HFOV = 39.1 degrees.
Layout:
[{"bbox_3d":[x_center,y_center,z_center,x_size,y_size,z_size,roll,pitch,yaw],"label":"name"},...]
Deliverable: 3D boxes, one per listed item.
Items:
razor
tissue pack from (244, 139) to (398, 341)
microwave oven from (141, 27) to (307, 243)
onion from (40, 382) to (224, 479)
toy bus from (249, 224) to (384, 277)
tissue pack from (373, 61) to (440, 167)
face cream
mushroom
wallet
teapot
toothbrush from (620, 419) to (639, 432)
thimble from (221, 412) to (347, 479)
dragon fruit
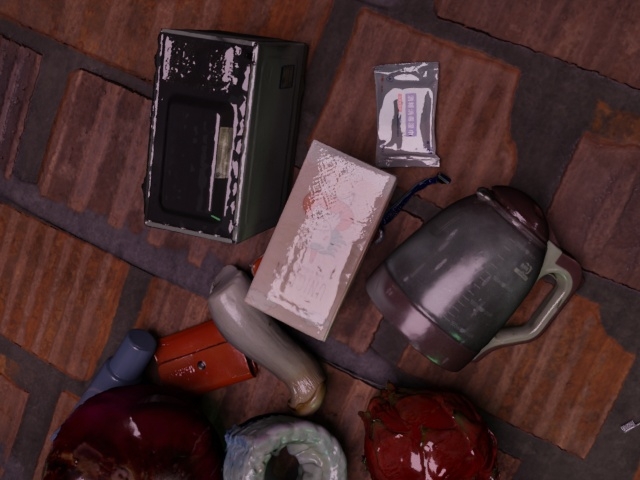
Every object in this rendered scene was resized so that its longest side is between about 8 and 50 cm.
[{"bbox_3d":[0.172,-0.081,1.691,0.154,0.044,0.028,-38,56,22],"label":"razor"},{"bbox_3d":[0.000,0.000,1.608,0.170,0.071,0.325,26,101,10],"label":"tissue pack"},{"bbox_3d":[-0.183,-0.202,1.659,0.218,0.286,0.355,12,106,18],"label":"microwave oven"},{"bbox_3d":[-0.393,0.487,1.832,0.420,0.398,0.398,-14,95,58],"label":"onion"},{"bbox_3d":[-0.018,0.020,1.717,0.265,0.120,0.121,-35,85,19],"label":"toy bus"},{"bbox_3d":[0.159,-0.231,1.671,0.122,0.026,0.193,0,98,18],"label":"tissue pack"},{"bbox_3d":[-0.460,0.346,1.932,0.135,0.086,0.385,38,116,9],"label":"face cream"},{"bbox_3d":[-0.099,0.194,1.769,0.122,0.159,0.328,-37,95,25],"label":"mushroom"},{"bbox_3d":[-0.243,0.245,1.866,0.204,0.045,0.142,-21,90,20],"label":"wallet"},{"bbox_3d":[0.294,0.069,1.589,0.315,0.233,0.312,38,105,-21],"label":"teapot"},{"bbox_3d":[0.610,0.298,1.609,0.167,0.011,0.014,-36,80,20],"label":"toothbrush"},{"bbox_3d":[-0.076,0.441,1.734,0.150,0.237,0.237,-11,96,59],"label":"thimble"},{"bbox_3d":[0.188,0.382,1.640,0.299,0.244,0.244,28,107,37],"label":"dragon fruit"}]
